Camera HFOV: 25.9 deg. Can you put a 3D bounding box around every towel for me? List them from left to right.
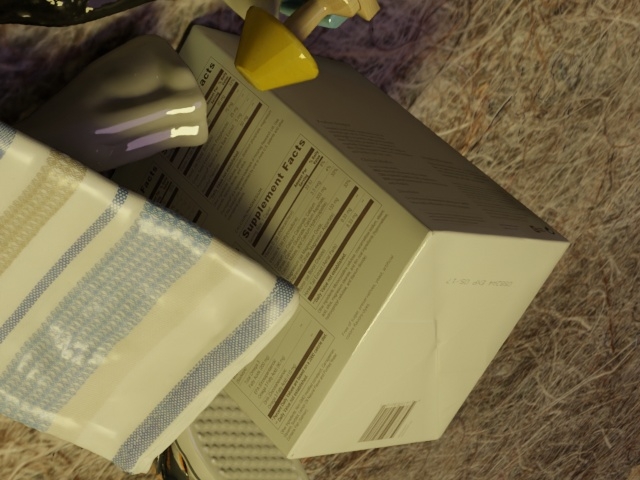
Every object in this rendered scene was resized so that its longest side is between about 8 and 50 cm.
[{"bbox_3d":[-0.179,0.041,0.910,0.285,0.034,0.209,30,120,-26],"label":"towel"}]

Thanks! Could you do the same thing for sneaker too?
[{"bbox_3d":[-0.098,0.171,1.282,0.126,0.127,0.321,-34,122,-32],"label":"sneaker"}]

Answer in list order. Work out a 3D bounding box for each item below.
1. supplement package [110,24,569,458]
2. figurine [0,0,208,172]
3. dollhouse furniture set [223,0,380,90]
[{"bbox_3d":[0.000,0.000,1.054,0.199,0.262,0.198,4,122,-53],"label":"supplement package"},{"bbox_3d":[-0.186,-0.108,0.891,0.209,0.092,0.215,-24,143,-20],"label":"figurine"},{"bbox_3d":[-0.151,-0.195,0.611,0.198,0.303,0.286,-45,149,-6],"label":"dollhouse furniture set"}]
